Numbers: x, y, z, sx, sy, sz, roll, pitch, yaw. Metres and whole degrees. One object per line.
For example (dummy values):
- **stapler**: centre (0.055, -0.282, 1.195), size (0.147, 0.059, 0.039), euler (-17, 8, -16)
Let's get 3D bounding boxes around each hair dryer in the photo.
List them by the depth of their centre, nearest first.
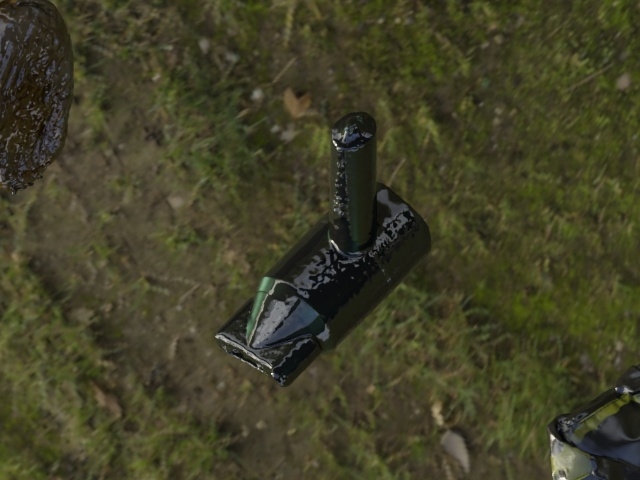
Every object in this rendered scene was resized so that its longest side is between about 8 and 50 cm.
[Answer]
- **hair dryer**: centre (0.000, 0.000, 1.240), size (0.116, 0.244, 0.302), euler (34, 153, 23)

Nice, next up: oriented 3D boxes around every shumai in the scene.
- **shumai**: centre (-0.402, -0.202, 1.505), size (0.185, 0.184, 0.218), euler (30, 142, 42)

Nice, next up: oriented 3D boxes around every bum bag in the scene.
- **bum bag**: centre (0.301, 0.160, 1.111), size (0.106, 0.232, 0.060), euler (55, 163, -1)
